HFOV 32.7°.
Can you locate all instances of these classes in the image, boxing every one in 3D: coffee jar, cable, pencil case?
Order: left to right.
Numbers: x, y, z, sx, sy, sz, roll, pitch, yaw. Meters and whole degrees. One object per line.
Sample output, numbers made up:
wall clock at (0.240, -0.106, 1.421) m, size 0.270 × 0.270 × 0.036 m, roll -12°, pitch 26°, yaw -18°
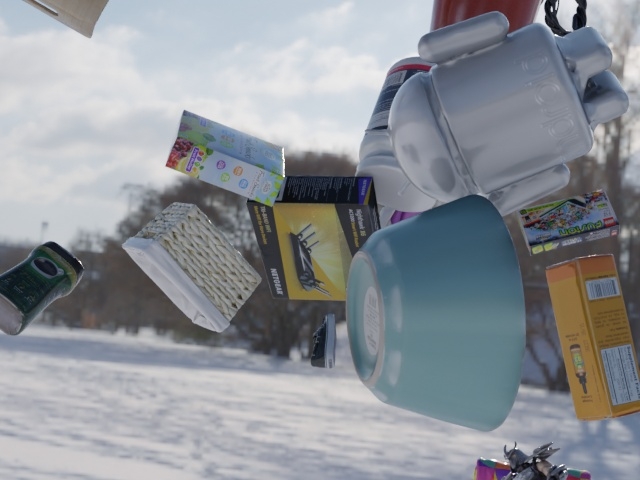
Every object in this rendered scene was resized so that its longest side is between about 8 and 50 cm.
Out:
coffee jar at (-0.483, 0.076, 1.835) m, size 0.096 × 0.079 × 0.184 m, roll 38°, pitch 37°, yaw 4°
pencil case at (0.419, 0.486, 2.151) m, size 0.237 × 0.104 × 0.104 m, roll 7°, pitch -5°, yaw 10°
cable at (0.640, -0.601, 2.837) m, size 0.151 × 0.184 × 0.047 m, roll 11°, pitch -11°, yaw -42°

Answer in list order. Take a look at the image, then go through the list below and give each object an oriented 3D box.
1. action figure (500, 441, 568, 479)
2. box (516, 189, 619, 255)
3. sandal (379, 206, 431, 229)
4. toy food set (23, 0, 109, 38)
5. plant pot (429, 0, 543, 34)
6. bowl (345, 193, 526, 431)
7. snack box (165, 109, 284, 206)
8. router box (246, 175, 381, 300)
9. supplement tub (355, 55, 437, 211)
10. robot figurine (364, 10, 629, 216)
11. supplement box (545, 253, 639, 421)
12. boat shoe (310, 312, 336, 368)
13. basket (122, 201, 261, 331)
action figure at (0.389, 0.477, 1.904) m, size 0.099 × 0.285 × 0.185 m, roll -6°, pitch -36°, yaw -28°
box at (0.562, -0.041, 2.484) m, size 0.207 × 0.114 × 0.036 m, roll -14°, pitch -40°, yaw 2°
sandal at (0.179, 0.034, 2.508) m, size 0.102 × 0.416 × 0.169 m, roll 14°, pitch -6°, yaw 43°
toy food set at (-0.462, -0.574, 2.101) m, size 0.220 × 0.306 × 0.092 m, roll 30°, pitch -4°, yaw -7°
plant pot at (0.349, -0.489, 2.323) m, size 0.273 × 0.265 × 0.272 m, roll 12°, pitch -25°, yaw 6°
bowl at (0.131, 0.096, 1.423) m, size 0.163 × 0.311 × 0.311 m, roll -1°, pitch -5°, yaw -12°
snack box at (-0.172, -0.154, 2.011) m, size 0.207 × 0.070 × 0.174 m, roll 21°, pitch 21°, yaw -12°
router box at (0.000, 0.000, 2.213) m, size 0.243 × 0.081 × 0.308 m, roll 1°, pitch -41°, yaw 12°
supplement tub at (0.189, -0.214, 2.191) m, size 0.191 × 0.272 × 0.191 m, roll 17°, pitch -25°, yaw 8°
robot figurine at (0.247, -0.178, 1.549) m, size 0.354 × 0.299 × 0.199 m, roll -23°, pitch 21°, yaw 13°
supplement box at (0.400, 0.141, 1.587) m, size 0.080 × 0.233 × 0.078 m, roll -4°, pitch -9°, yaw -27°
boat shoe at (0.006, 0.171, 1.887) m, size 0.040 × 0.049 × 0.142 m, roll -3°, pitch 29°, yaw 5°
basket at (-0.179, 0.034, 1.546) m, size 0.167 × 0.103 × 0.113 m, roll 49°, pitch -17°, yaw -22°
